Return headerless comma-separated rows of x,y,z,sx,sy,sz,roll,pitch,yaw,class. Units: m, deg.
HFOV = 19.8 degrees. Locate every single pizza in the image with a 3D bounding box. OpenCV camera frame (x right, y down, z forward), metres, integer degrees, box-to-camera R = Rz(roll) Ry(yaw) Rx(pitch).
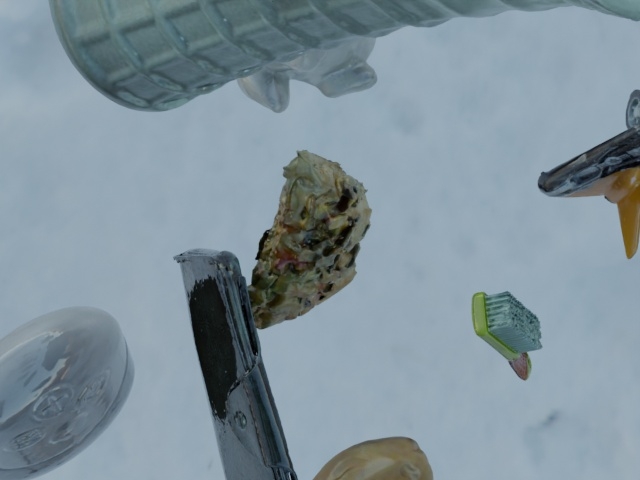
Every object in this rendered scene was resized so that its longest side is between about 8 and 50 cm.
0.000,0.000,1.841,0.069,0.147,0.226,49,133,30,pizza

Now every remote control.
-0.307,0.175,2.041,0.221,0.332,0.103,-36,73,-11,remote control

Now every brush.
0.082,0.041,0.756,0.021,0.083,0.018,-10,67,15,brush

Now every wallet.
-0.076,0.164,1.786,0.045,0.172,0.318,-15,96,-18,wallet

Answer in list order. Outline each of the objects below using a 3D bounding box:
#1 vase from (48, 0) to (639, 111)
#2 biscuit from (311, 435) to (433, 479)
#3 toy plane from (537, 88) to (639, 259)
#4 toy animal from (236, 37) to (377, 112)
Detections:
0.011,-0.138,0.829,0.299,0.143,0.143,-9,113,43,vase
-0.015,0.281,1.162,0.216,0.047,0.339,-27,131,-23,biscuit
0.315,-0.109,1.448,0.204,0.103,0.316,6,142,-15,toy plane
0.019,-0.267,1.485,0.154,0.208,0.325,30,130,26,toy animal
